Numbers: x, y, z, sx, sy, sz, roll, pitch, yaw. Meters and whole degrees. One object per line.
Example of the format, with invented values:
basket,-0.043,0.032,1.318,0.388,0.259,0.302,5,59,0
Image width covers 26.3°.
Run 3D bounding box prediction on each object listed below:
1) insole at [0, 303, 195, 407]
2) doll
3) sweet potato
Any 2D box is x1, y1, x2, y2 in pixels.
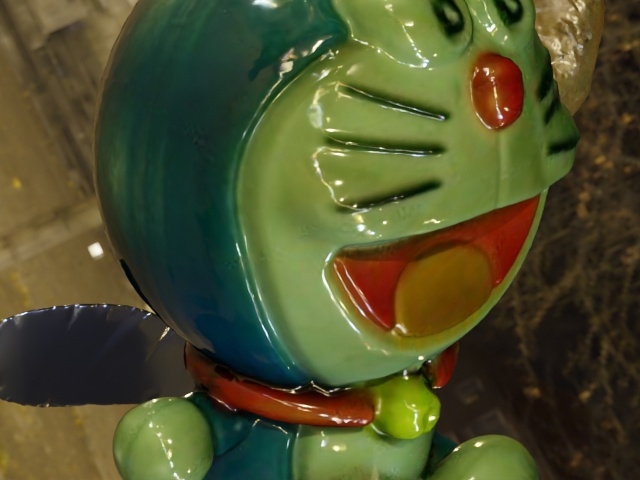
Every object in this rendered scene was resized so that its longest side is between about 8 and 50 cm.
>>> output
insole,-0.106,0.073,0.802,0.232,0.080,0.003,16,27,-49
doll,0.001,0.000,0.581,0.186,0.198,0.321,18,-71,39
sweet potato,0.138,-0.110,1.018,0.098,0.310,0.124,15,-38,30
